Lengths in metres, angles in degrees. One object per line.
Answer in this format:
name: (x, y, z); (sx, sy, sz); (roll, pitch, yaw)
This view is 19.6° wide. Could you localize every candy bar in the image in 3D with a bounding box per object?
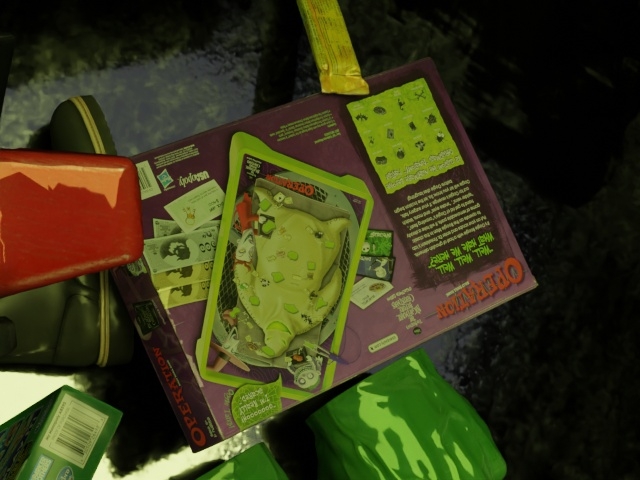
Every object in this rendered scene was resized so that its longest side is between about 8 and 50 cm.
candy bar: (0.001, -0.173, 1.448); (0.040, 0.018, 0.161); (2, 48, -23)

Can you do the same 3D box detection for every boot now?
boot: (-0.212, -0.004, 1.326); (0.137, 0.077, 0.198); (-5, 78, -19)

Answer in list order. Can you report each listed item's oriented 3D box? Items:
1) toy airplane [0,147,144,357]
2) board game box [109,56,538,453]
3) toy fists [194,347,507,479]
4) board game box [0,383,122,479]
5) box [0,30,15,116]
toy airplane: (-0.347, -0.002, 1.190); (0.384, 0.272, 0.386); (39, 102, 1)
board game box: (0.000, 0.000, 1.380); (0.347, 0.056, 0.208); (-22, 82, -41)
toy fists: (0.008, 0.202, 1.357); (0.279, 0.096, 0.142); (-28, 79, -25)
board game box: (-0.239, 0.253, 1.169); (0.046, 0.213, 0.317); (31, 67, -14)
box: (-0.285, 0.000, 0.993); (0.184, 0.103, 0.261); (12, 100, 9)
